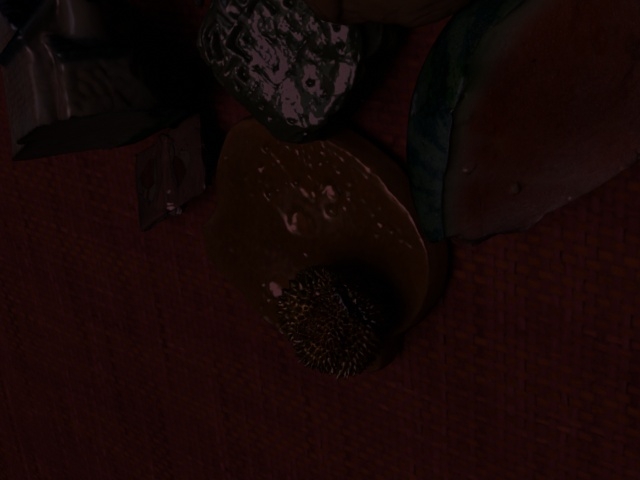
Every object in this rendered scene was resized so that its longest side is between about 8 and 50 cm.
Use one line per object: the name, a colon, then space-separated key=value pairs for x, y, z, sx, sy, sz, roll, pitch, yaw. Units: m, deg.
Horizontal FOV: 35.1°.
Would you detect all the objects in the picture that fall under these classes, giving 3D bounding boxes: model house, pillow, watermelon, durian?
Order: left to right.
model house: x=-0.354 y=-0.280 z=1.472 sx=0.298 sy=0.243 sz=0.284 roll=-14 pitch=91 yaw=59
pillow: x=-0.232 y=-0.106 z=1.592 sx=0.248 sy=0.049 sz=0.135 roll=-26 pitch=71 yaw=52
durian: x=0.016 y=0.103 z=1.351 sx=0.158 sy=0.137 sz=0.168 roll=27 pitch=140 yaw=1
watermelon: x=0.185 y=-0.139 z=1.089 sx=0.319 sy=0.222 sz=0.292 roll=0 pitch=116 yaw=43

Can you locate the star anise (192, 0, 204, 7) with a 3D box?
star anise: x=-0.309 y=-0.504 z=1.427 sx=0.316 sy=0.139 sz=0.359 roll=19 pitch=140 yaw=44

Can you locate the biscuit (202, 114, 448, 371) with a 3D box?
biscuit: x=0.001 y=-0.001 z=1.442 sx=0.385 sy=0.062 sz=0.365 roll=37 pitch=131 yaw=20

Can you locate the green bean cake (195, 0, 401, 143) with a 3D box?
green bean cake: x=-0.025 y=-0.255 z=1.263 sx=0.227 sy=0.125 sz=0.222 roll=44 pitch=123 yaw=12

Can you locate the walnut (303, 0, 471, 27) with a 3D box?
walnut: x=0.060 y=-0.354 z=1.031 sx=0.277 sy=0.252 sz=0.313 roll=2 pitch=152 yaw=2
